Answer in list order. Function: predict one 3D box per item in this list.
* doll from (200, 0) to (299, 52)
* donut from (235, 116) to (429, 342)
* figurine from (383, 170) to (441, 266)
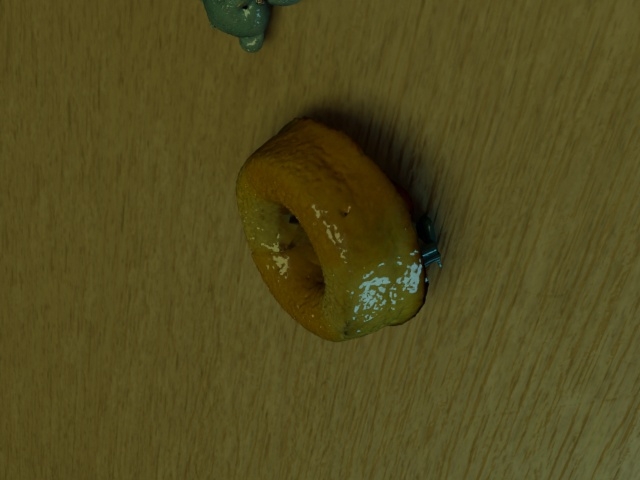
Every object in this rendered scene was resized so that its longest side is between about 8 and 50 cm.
[{"bbox_3d":[-0.076,-0.310,1.282,0.120,0.075,0.180,45,130,-8],"label":"doll"},{"bbox_3d":[0.000,0.000,1.359,0.303,0.110,0.303,41,149,32],"label":"donut"},{"bbox_3d":[0.101,-0.020,1.374,0.075,0.068,0.140,-30,97,5],"label":"figurine"}]
